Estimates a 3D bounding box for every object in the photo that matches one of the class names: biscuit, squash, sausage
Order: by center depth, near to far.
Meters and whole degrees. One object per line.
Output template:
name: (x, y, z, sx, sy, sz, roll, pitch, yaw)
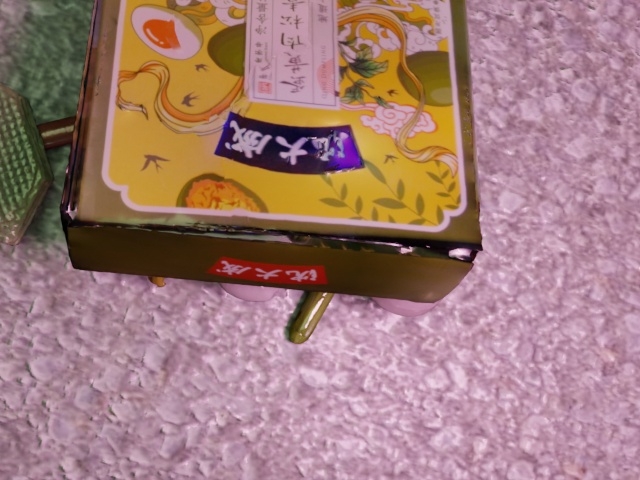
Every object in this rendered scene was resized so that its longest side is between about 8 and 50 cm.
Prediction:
biscuit: (-0.395, -0.112, 0.911, 0.252, 0.052, 0.150, 29, 87, -2)
sausage: (-0.221, -0.136, 0.973, 0.223, 0.029, 0.029, -17, 89, -12)
squash: (-0.010, 0.080, 1.000, 0.027, 0.027, 0.083, 30, 80, -7)

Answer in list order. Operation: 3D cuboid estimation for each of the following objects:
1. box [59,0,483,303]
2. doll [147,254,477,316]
box: (-0.042, -0.160, 0.892, 0.373, 0.138, 0.420, 6, 65, -10)
doll: (0.000, -0.001, 0.961, 0.365, 0.094, 0.160, 6, 55, -12)
